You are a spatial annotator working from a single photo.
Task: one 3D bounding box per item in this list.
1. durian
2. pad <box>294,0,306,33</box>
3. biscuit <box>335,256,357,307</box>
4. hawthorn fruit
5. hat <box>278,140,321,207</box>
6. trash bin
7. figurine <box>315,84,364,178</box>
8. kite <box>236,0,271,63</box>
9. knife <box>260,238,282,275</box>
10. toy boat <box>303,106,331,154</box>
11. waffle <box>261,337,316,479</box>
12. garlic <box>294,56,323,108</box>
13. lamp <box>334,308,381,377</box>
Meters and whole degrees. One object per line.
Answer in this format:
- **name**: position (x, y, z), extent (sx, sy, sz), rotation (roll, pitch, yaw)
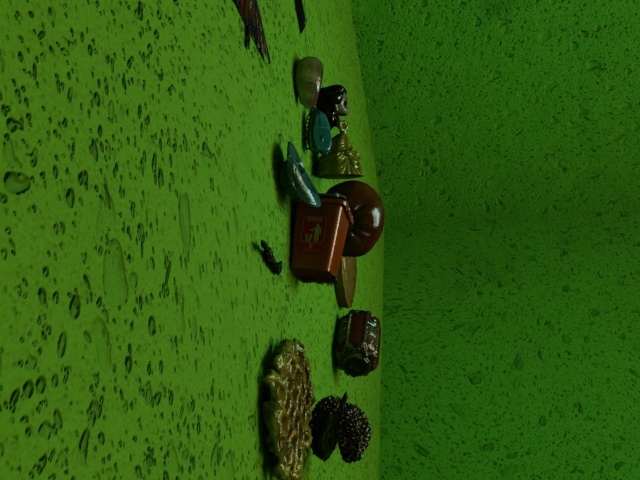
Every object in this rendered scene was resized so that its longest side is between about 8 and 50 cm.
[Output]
- **durian**: position (0.051, 0.512, 1.642), extent (0.167, 0.196, 0.196), rotation (54, 33, -83)
- **pad**: position (-0.072, -0.778, 1.928), extent (0.116, 0.004, 0.193), rotation (-78, 161, -54)
- **biscuit**: position (0.104, 0.068, 2.401), extent (0.365, 0.062, 0.385), rotation (-57, 142, -73)
- **hawthorn fruit**: position (0.089, -0.070, 1.935), extent (0.262, 0.258, 0.258), rotation (-162, -115, -72)
- **hat**: position (-0.070, -0.161, 1.570), extent (0.138, 0.078, 0.190), rotation (-85, 149, -74)
- **trash bin**: position (0.000, 0.000, 1.689), extent (0.184, 0.161, 0.238), rotation (60, 36, -65)
- **figurine**: position (0.061, -0.374, 2.040), extent (0.187, 0.168, 0.315), rotation (-3, 91, -52)
- **kite**: position (-0.162, -0.546, 1.363), extent (0.321, 0.016, 0.233), rotation (55, 33, -69)
- **knife**: position (-0.116, 0.044, 1.392), extent (0.222, 0.021, 0.045), rotation (64, 25, -72)
- **toy boat**: position (-0.018, -0.346, 1.921), extent (0.110, 0.091, 0.174), rotation (141, -51, -61)
- **waffle**: position (-0.071, 0.392, 1.396), extent (0.302, 0.068, 0.324), rotation (-14, 102, -78)
- **garlic**: position (-0.036, -0.507, 1.839), extent (0.101, 0.087, 0.195), rotation (94, -3, -54)
- **lamp**: position (0.139, 0.379, 2.220), extent (0.274, 0.177, 0.177), rotation (-77, 160, -56)
